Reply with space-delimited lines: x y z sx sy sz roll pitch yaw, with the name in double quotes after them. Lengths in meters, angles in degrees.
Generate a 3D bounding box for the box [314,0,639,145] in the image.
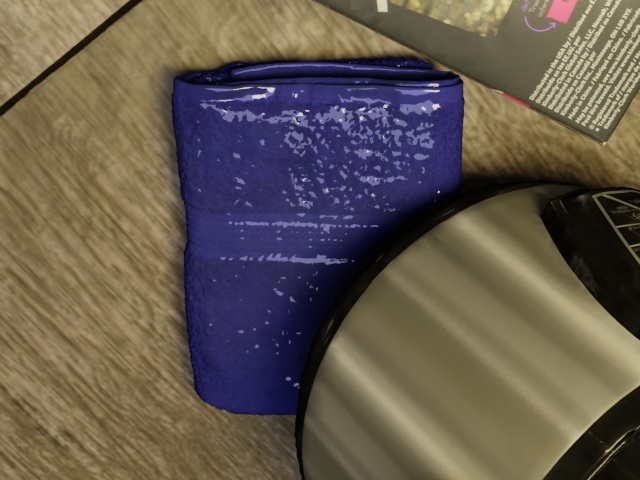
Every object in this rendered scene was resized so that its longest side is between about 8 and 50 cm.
0.112 -0.208 1.008 0.270 0.165 0.143 25 112 -14 "box"

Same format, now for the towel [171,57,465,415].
0.000 0.000 1.159 0.227 0.076 0.308 2 116 4 "towel"

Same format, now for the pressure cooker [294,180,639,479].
0.224 0.189 1.019 0.370 0.420 0.375 -36 128 -9 "pressure cooker"
